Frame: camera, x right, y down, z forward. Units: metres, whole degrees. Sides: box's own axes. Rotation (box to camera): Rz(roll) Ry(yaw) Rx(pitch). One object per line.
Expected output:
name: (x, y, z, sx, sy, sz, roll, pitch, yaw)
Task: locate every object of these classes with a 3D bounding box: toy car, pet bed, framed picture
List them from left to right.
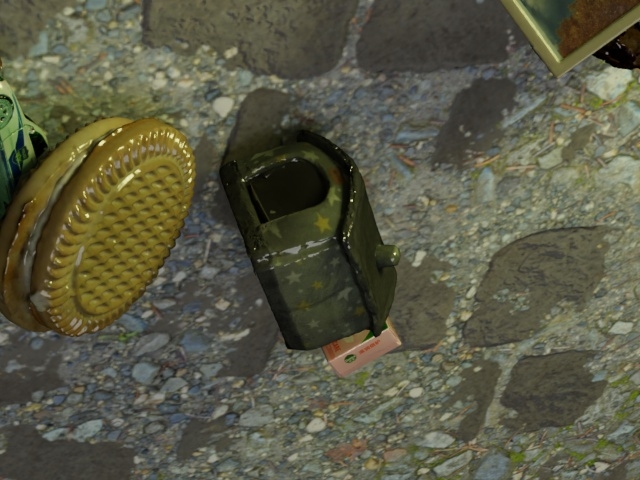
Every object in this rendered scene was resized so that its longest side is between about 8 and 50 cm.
toy car: (-0.311, -0.095, 1.251, 0.076, 0.090, 0.224, -36, 146, -29)
pet bed: (0.000, 0.000, 1.424, 0.159, 0.183, 0.211, -20, 139, -2)
framed picture: (0.226, -0.305, 1.217, 0.184, 0.016, 0.250, -35, 95, 14)

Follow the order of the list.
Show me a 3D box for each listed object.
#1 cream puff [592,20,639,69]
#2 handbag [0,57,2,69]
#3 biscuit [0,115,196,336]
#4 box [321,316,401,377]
cream puff: (0.357, -0.278, 1.315, 0.239, 0.165, 0.239, -14, 139, -13)
handbag: (-0.339, -0.172, 1.078, 0.127, 0.190, 0.063, -36, 136, 12)
biscuit: (-0.227, -0.014, 1.305, 0.259, 0.079, 0.259, -50, 158, -28)
box: (0.035, 0.095, 1.584, 0.089, 0.125, 0.043, -31, 138, 6)
